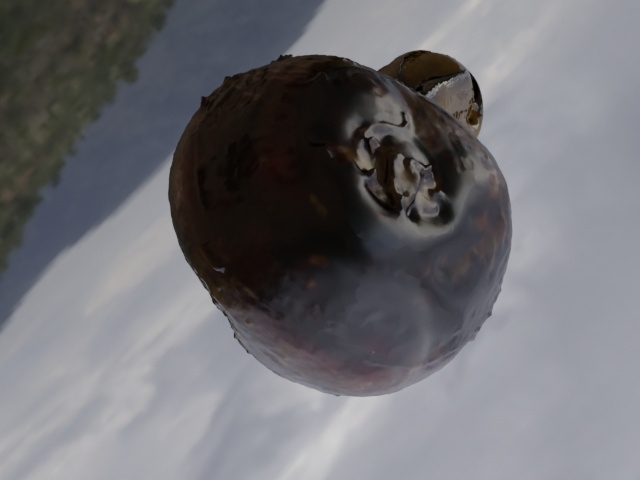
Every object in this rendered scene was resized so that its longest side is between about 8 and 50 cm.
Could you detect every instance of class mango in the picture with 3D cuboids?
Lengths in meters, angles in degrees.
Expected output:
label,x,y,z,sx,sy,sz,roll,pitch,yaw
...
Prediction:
label,x,y,z,sx,sy,sz,roll,pitch,yaw
mango,0.115,-0.146,1.776,0.151,0.156,0.248,-30,-171,30

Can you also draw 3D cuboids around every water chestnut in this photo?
label,x,y,z,sx,sy,sz,roll,pitch,yaw
water chestnut,0.000,0.000,1.353,0.302,0.350,0.350,-50,-177,40
